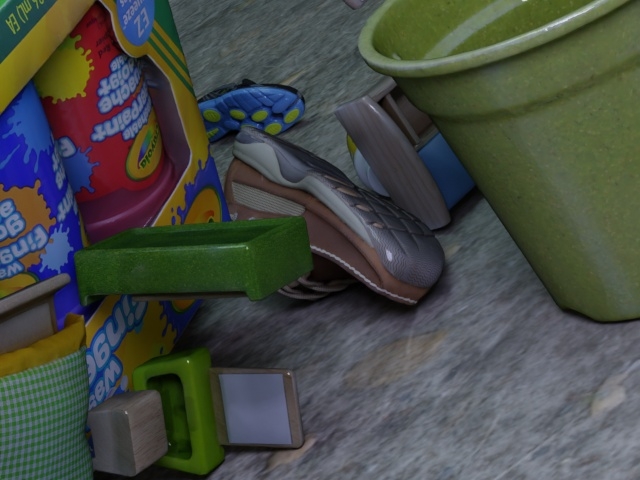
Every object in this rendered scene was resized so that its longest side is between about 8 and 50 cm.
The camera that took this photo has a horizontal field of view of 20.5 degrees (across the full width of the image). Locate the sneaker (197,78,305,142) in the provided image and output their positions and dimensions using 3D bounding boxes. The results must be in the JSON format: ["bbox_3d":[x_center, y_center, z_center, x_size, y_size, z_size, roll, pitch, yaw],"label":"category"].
[{"bbox_3d":[-0.084,-0.160,2.040,0.188,0.067,0.078,-4,37,51],"label":"sneaker"}]

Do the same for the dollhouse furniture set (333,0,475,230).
[{"bbox_3d":[0.167,-0.180,1.489,0.198,0.286,0.303,-43,15,-34],"label":"dollhouse furniture set"}]

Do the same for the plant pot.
[{"bbox_3d":[0.205,-0.092,1.288,0.276,0.254,0.276,-24,22,11],"label":"plant pot"}]

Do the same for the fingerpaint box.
[{"bbox_3d":[-0.249,-0.012,1.325,0.163,0.371,0.445,4,39,24],"label":"fingerpaint box"}]

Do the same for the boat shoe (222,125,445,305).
[{"bbox_3d":[0.000,0.000,1.546,0.116,0.123,0.324,-62,29,6],"label":"boat shoe"}]

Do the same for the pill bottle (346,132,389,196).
[{"bbox_3d":[0.062,-0.083,1.696,0.065,0.065,0.116,-26,22,4],"label":"pill bottle"}]

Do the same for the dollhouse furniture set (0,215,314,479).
[{"bbox_3d":[-0.126,0.113,1.212,0.151,0.197,0.301,-2,13,25],"label":"dollhouse furniture set"}]
